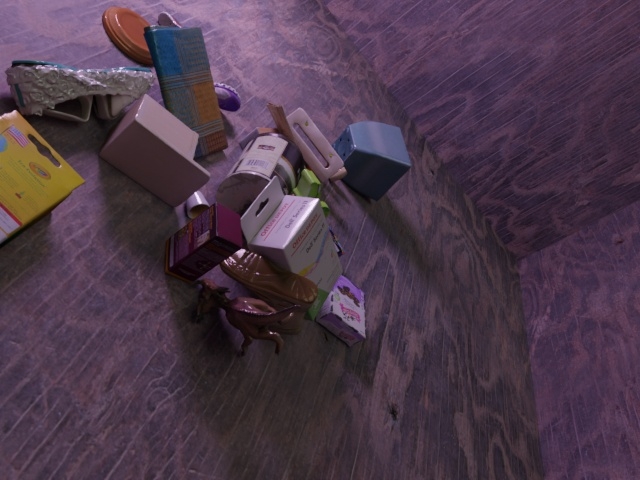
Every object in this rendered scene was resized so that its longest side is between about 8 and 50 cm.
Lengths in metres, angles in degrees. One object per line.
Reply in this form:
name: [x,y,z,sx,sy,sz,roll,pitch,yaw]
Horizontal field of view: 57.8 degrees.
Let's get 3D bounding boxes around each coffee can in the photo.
coffee can: [-0.173,-0.174,1.724,0.201,0.202,0.275,47,30,-19]

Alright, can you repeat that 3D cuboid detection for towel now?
towel: [-0.379,-0.426,1.674,0.271,0.040,0.370,-42,124,-63]

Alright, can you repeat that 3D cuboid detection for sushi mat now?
sushi mat: [-0.102,-0.322,2.002,0.151,0.019,0.316,34,-31,63]

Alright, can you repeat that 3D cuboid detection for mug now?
mug: [-0.335,-0.096,1.556,0.062,0.078,0.064,-11,57,-26]

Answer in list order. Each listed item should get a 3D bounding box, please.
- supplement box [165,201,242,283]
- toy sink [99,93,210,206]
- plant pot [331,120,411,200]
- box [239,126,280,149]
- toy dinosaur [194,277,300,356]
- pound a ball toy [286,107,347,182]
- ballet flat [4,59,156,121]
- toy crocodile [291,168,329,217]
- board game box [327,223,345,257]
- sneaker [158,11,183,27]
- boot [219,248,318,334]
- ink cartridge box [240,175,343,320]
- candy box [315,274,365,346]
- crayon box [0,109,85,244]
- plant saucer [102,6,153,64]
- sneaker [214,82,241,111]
supplement box: [-0.279,0.008,1.382,0.081,0.188,0.104,31,38,-41]
toy sink: [-0.402,-0.224,1.464,0.234,0.153,0.131,38,33,-31]
plant pot: [0.191,-0.361,2.465,0.252,0.248,0.247,16,47,-30]
box: [-0.170,-0.286,1.958,0.170,0.091,0.130,60,28,6]
toy dinosaur: [-0.184,0.168,1.346,0.200,0.296,0.127,42,62,-25]
pound a ball toy: [-0.032,-0.340,2.228,0.319,0.136,0.208,52,3,-10]
ballet flat: [-0.563,-0.353,1.400,0.147,0.147,0.409,60,31,5]
toy crocodile: [-0.051,-0.068,1.708,0.105,0.340,0.115,-18,57,-20]
board game box: [0.000,0.000,1.984,0.170,0.048,0.141,58,30,0]
sneaker: [-0.471,-0.696,1.937,0.158,0.061,0.065,54,22,-8]
boot: [-0.148,0.138,1.494,0.262,0.203,0.095,23,51,1]
ink cartridge box: [-0.068,0.023,1.559,0.207,0.119,0.353,-57,142,-36]
candy box: [0.067,0.211,1.851,0.165,0.070,0.196,41,32,-28]
crayon box: [-0.613,-0.101,1.077,0.202,0.081,0.318,50,29,-14]
plant saucer: [-0.557,-0.623,1.745,0.200,0.037,0.199,38,34,-31]
sneaker: [-0.357,-0.456,1.847,0.236,0.095,0.104,20,52,-42]
